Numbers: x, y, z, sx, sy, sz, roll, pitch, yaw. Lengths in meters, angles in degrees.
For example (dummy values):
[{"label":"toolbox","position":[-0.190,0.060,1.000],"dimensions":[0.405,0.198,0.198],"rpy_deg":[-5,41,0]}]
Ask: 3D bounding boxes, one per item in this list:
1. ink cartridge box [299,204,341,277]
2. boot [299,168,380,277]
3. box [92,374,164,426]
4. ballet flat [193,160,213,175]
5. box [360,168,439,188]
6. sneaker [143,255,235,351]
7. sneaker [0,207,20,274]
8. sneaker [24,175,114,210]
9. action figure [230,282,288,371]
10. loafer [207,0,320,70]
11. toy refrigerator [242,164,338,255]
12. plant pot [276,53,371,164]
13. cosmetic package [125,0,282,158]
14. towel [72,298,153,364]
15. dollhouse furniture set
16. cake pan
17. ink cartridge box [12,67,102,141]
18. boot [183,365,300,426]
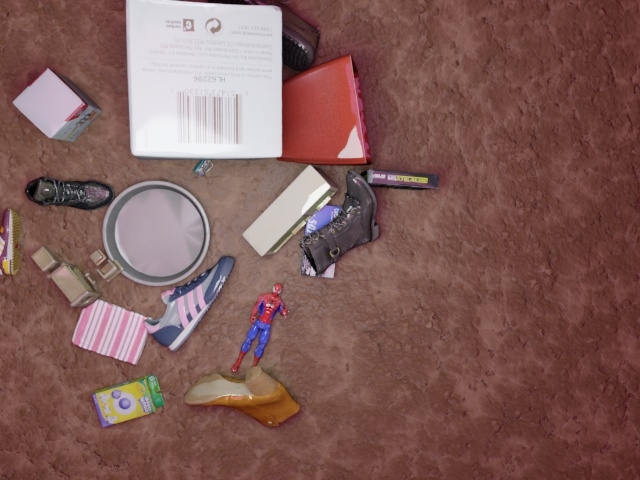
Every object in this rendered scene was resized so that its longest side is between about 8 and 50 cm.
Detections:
[{"label":"ink cartridge box","position":[0.000,0.000,1.665],"dimensions":[0.097,0.046,0.207],"rpy_deg":[7,94,-6]},{"label":"boot","position":[0.044,-0.040,1.571],"dimensions":[0.229,0.091,0.263],"rpy_deg":[-28,125,-17]},{"label":"box","position":[-0.549,0.459,1.663],"dimensions":[0.179,0.043,0.105],"rpy_deg":[-16,96,-4]},{"label":"ballet flat","position":[-0.315,-0.231,1.630],"dimensions":[0.041,0.041,0.114],"rpy_deg":[32,92,-6]},{"label":"box","position":[0.212,-0.166,1.595],"dimensions":[0.184,0.190,0.045],"rpy_deg":[2,93,-4]},{"label":"sneaker","position":[-0.368,0.155,1.617],"dimensions":[0.131,0.112,0.319],"rpy_deg":[36,90,-9]},{"label":"sneaker","position":[-0.878,0.003,1.586],"dimensions":[0.084,0.069,0.185],"rpy_deg":[3,94,-10]},{"label":"sneaker","position":[-0.682,-0.125,1.562],"dimensions":[0.227,0.130,0.087],"rpy_deg":[6,96,-7]},{"label":"action figure","position":[-0.166,0.256,1.632],"dimensions":[0.091,0.139,0.280],"rpy_deg":[21,90,-7]},{"label":"loafer","position":[-0.154,-0.614,1.579],"dimensions":[0.366,0.134,0.130],"rpy_deg":[38,57,-8]},{"label":"toy refrigerator","position":[-0.078,-0.076,1.591],"dimensions":[0.269,0.102,0.094],"rpy_deg":[-45,80,11]},{"label":"plant pot","position":[-0.004,-0.320,1.546],"dimensions":[0.235,0.267,0.267],"rpy_deg":[-8,95,9]},{"label":"cosmetic package","position":[-0.288,-0.357,1.392],"dimensions":[0.329,0.393,0.327],"rpy_deg":[-2,97,-17]},{"label":"towel","position":[-0.593,0.257,1.652],"dimensions":[0.197,0.029,0.144],"rpy_deg":[21,90,-6]},{"label":"dollhouse furniture set","position":[-0.657,0.065,1.594],"dimensions":[0.161,0.101,0.182],"rpy_deg":[-41,82,-5]},{"label":"cake pan","position":[-0.456,-0.021,1.624],"dimensions":[0.293,0.054,0.293],"rpy_deg":[0,95,-4]},{"label":"ink cartridge box","position":[-0.683,-0.350,1.519],"dimensions":[0.127,0.176,0.128],"rpy_deg":[44,91,-9]},{"label":"boot","position":[-0.225,0.470,1.660],"dimensions":[0.295,0.104,0.211],"rpy_deg":[-20,123,22]}]
